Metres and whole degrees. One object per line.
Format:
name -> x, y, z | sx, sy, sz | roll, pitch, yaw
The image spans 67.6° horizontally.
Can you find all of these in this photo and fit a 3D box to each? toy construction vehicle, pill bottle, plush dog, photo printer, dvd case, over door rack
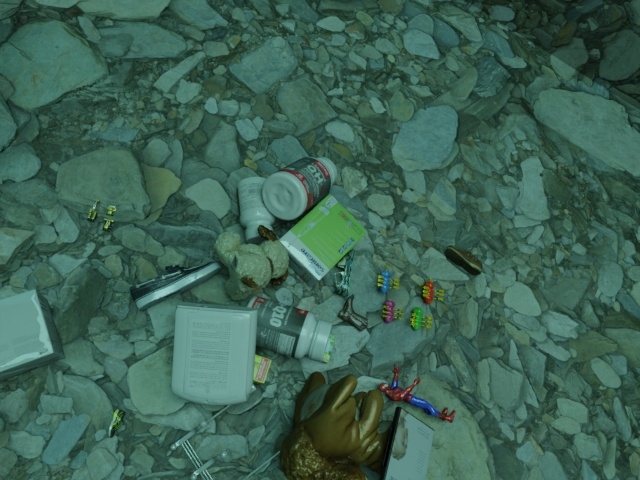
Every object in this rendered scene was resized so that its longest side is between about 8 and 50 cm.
toy construction vehicle -> -0.759, -0.089, 1.661 | 0.086, 0.035, 0.098 | 17, 67, -9
pill bottle -> -0.235, -0.106, 1.758 | 0.131, 0.131, 0.229 | -4, 71, -17
plush dog -> -0.205, 0.077, 1.624 | 0.226, 0.211, 0.262 | -29, 119, -35
pill bottle -> -0.113, 0.299, 1.596 | 0.284, 0.161, 0.161 | 15, 66, 5
photo printer -> -0.329, 0.355, 1.484 | 0.257, 0.107, 0.307 | 3, 92, 3
dvd case -> 0.267, 0.667, 1.465 | 0.180, 0.022, 0.252 | 40, 52, -24
pill bottle -> -0.063, -0.209, 1.772 | 0.176, 0.176, 0.318 | 44, 37, 3
over door rack -> -0.267, 0.634, 1.491 | 0.324, 0.108, 0.239 | -33, 82, -23

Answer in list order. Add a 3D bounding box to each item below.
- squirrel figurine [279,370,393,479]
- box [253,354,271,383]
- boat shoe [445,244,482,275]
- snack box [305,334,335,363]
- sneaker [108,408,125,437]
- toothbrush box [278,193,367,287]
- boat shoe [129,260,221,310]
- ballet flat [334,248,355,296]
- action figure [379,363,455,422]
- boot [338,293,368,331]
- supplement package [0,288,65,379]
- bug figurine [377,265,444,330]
squirrel figurine -> 0.088, 0.660, 1.506 | 0.370, 0.281, 0.396 | 42, 56, -13
box -> -0.288, 0.405, 1.595 | 0.233, 0.058, 0.087 | 22, 66, -7
boat shoe -> 0.589, 0.072, 1.959 | 0.178, 0.064, 0.060 | 35, 60, -8
snack box -> -0.028, 0.365, 1.692 | 0.141, 0.037, 0.100 | 20, 65, -6
sneaker -> -0.622, 0.560, 1.461 | 0.035, 0.031, 0.083 | 14, 67, -11
toothbrush box -> 0.000, 0.000, 1.789 | 0.206, 0.122, 0.283 | 44, 65, 2
boat shoe -> -0.492, 0.126, 1.623 | 0.302, 0.108, 0.102 | -26, 80, -15
ballet flat -> 0.088, 0.115, 1.798 | 0.070, 0.070, 0.188 | 14, 71, -10
action figure -> 0.346, 0.536, 1.705 | 0.281, 0.091, 0.138 | 21, 73, -8
boot -> 0.137, 0.269, 1.773 | 0.114, 0.037, 0.106 | 31, 78, 1
supplement package -> -0.904, 0.285, 1.420 | 0.194, 0.149, 0.203 | -19, 76, -21
bug figurine -> 0.325, 0.224, 1.823 | 0.279, 0.072, 0.216 | 16, 73, -14
